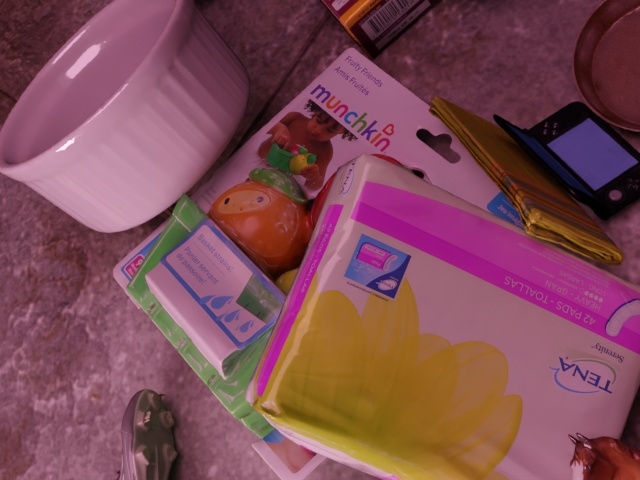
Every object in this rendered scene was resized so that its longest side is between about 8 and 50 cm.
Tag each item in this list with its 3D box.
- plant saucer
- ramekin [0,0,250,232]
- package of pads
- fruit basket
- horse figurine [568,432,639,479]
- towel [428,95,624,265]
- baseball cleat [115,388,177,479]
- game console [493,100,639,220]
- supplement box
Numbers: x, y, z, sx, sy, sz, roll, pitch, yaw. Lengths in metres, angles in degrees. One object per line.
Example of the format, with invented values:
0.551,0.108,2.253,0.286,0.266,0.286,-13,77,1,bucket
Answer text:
0.324,-0.173,0.939,0.168,0.029,0.169,-9,67,22,plant saucer
-0.207,-0.140,1.075,0.277,0.135,0.277,-30,34,23,ramekin
0.110,0.097,0.806,0.296,0.101,0.229,24,81,-10,package of pads
0.000,0.000,0.953,0.353,0.165,0.327,-46,58,0,fruit basket
0.304,0.254,0.738,0.263,0.066,0.175,9,75,12,horse figurine
0.174,-0.056,0.876,0.021,0.102,0.237,-57,29,19,towel
-0.197,0.255,1.001,0.109,0.072,0.206,-21,59,25,baseball cleat
0.234,-0.084,0.907,0.107,0.071,0.122,-32,58,-10,game console
0.033,-0.307,1.105,0.104,0.081,0.188,-40,59,8,supplement box
